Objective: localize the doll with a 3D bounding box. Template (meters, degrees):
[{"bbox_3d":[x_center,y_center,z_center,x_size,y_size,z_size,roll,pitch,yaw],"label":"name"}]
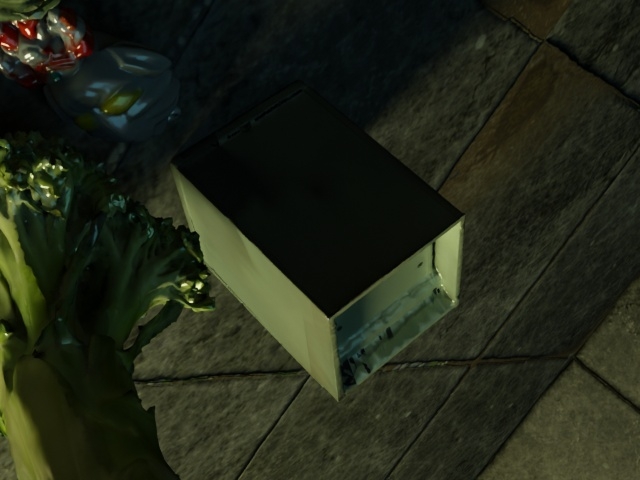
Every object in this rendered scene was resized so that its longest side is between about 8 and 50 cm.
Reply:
[{"bbox_3d":[-0.154,-0.112,0.629,0.094,0.079,0.180,-26,150,22],"label":"doll"}]

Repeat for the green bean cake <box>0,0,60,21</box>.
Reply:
[{"bbox_3d":[-0.163,-0.239,0.404,0.255,0.132,0.241,-52,154,8],"label":"green bean cake"}]

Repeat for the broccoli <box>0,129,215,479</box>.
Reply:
[{"bbox_3d":[-0.147,0.080,0.593,0.221,0.361,0.252,36,78,-42],"label":"broccoli"}]

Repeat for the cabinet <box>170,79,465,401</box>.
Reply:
[{"bbox_3d":[0.000,0.000,0.820,0.145,0.206,0.150,-35,149,-20],"label":"cabinet"}]
